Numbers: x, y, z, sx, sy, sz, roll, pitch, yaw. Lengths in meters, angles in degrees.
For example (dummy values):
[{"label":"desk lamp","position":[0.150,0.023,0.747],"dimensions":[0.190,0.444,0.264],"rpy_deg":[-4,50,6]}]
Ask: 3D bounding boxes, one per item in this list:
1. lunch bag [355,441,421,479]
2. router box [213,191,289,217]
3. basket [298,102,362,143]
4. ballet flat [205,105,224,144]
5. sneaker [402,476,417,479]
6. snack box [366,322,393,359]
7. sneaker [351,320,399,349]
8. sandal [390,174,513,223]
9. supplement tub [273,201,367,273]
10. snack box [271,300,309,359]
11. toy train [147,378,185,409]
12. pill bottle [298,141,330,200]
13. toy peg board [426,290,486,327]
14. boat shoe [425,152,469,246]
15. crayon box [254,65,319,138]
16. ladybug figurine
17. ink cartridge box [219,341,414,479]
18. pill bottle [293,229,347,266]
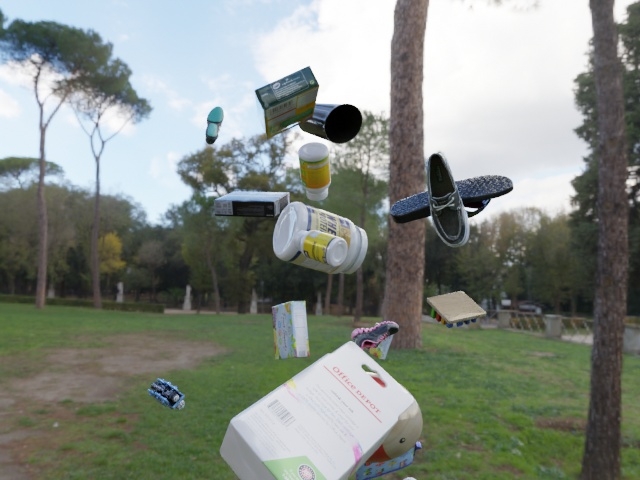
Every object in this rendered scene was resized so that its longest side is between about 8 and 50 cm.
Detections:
[{"label":"lunch bag","position":[0.283,0.879,2.059],"dimensions":[0.292,0.221,0.138],"rpy_deg":[-4,31,-5]},{"label":"router box","position":[-0.332,-0.180,2.408],"dimensions":[0.308,0.081,0.243],"rpy_deg":[3,16,14]},{"label":"basket","position":[0.020,-0.489,2.003],"dimensions":[0.204,0.154,0.226],"rpy_deg":[-24,31,-34]},{"label":"ballet flat","position":[-0.460,-0.490,2.109],"dimensions":[0.074,0.203,0.074],"rpy_deg":[2,-36,1]},{"label":"sneaker","position":[0.353,0.928,1.596],"dimensions":[0.099,0.283,0.153],"rpy_deg":[-20,-10,-9]},{"label":"snack box","position":[0.279,0.471,2.294],"dimensions":[0.037,0.141,0.100],"rpy_deg":[16,5,-41]},{"label":"sneaker","position":[0.137,0.235,1.184],"dimensions":[0.119,0.047,0.057],"rpy_deg":[-15,39,-6]},{"label":"sandal","position":[0.483,-0.136,1.805],"dimensions":[0.445,0.107,0.168],"rpy_deg":[-14,29,25]},{"label":"supplement tub","position":[0.000,0.000,1.886],"dimensions":[0.315,0.229,0.228],"rpy_deg":[17,-13,-28]},{"label":"snack box","position":[-0.116,0.344,1.867],"dimensions":[0.070,0.207,0.174],"rpy_deg":[1,-14,-31]},{"label":"toy train","position":[-0.609,0.617,1.953],"dimensions":[0.184,0.080,0.105],"rpy_deg":[7,-44,41]},{"label":"pill bottle","position":[-0.023,-0.305,2.204],"dimensions":[0.136,0.137,0.246],"rpy_deg":[0,-47,6]},{"label":"toy peg board","position":[0.508,0.278,1.854],"dimensions":[0.161,0.079,0.161],"rpy_deg":[-9,28,-17]},{"label":"boat shoe","position":[0.415,-0.138,1.669],"dimensions":[0.121,0.336,0.119],"rpy_deg":[-18,-7,22]},{"label":"crayon box","position":[-0.122,-0.482,1.743],"dimensions":[0.203,0.083,0.323],"rpy_deg":[-26,-3,-7]},{"label":"ladybug figurine","position":[0.119,0.610,1.677],"dimensions":[0.448,0.306,0.161],"rpy_deg":[-11,-10,32]},{"label":"ink cartridge box","position":[0.006,0.371,0.982],"dimensions":[0.207,0.119,0.353],"rpy_deg":[40,40,26]},{"label":"pill bottle","position":[-0.003,0.013,1.082],"dimensions":[0.116,0.065,0.065],"rpy_deg":[18,7,40]}]
